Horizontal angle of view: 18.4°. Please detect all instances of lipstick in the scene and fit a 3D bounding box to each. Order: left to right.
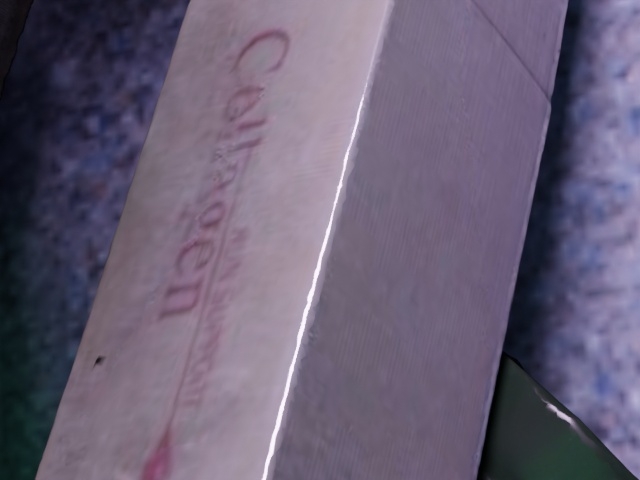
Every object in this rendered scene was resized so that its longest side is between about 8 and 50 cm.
[{"bbox_3d":[0.000,0.000,0.499,0.076,0.080,0.371,-13,49,36],"label":"lipstick"}]

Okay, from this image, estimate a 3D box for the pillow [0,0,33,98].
[{"bbox_3d":[-0.197,-0.097,0.609,0.232,0.038,0.131,14,71,9],"label":"pillow"}]

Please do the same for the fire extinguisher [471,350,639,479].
[{"bbox_3d":[-0.034,0.162,0.530,0.311,0.095,0.114,-45,23,0],"label":"fire extinguisher"}]
